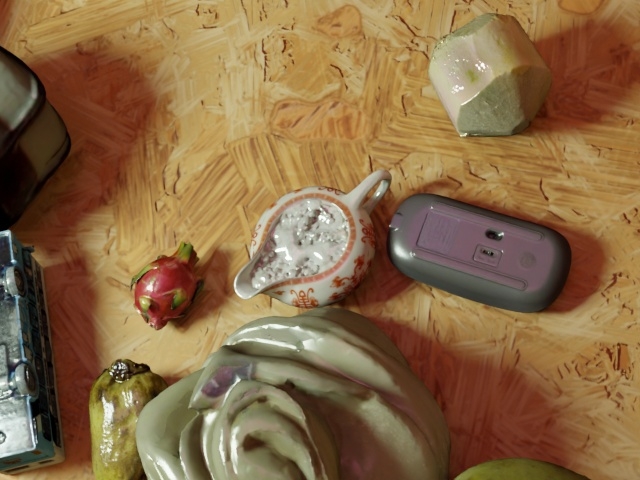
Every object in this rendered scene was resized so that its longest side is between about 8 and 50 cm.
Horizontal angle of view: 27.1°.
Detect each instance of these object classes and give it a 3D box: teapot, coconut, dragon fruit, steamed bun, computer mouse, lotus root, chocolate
[{"bbox_3d":[0.000,0.000,1.697,0.159,0.116,0.245,36,82,35],"label":"teapot"},{"bbox_3d":[0.222,-0.201,1.710,0.147,0.147,0.153,-24,63,2],"label":"coconut"},{"bbox_3d":[-0.197,0.057,1.733,0.116,0.081,0.086,-47,57,-7],"label":"dragon fruit"},{"bbox_3d":[-0.045,0.247,1.531,0.367,0.255,0.342,-33,69,-1],"label":"steamed bun"},{"bbox_3d":[0.199,0.015,1.675,0.232,0.057,0.120,16,73,15],"label":"computer mouse"},{"bbox_3d":[-0.246,0.247,1.666,0.108,0.094,0.191,-1,76,38],"label":"lotus root"},{"bbox_3d":[-0.455,-0.154,1.782,0.186,0.284,0.283,-40,66,-17],"label":"chocolate"}]

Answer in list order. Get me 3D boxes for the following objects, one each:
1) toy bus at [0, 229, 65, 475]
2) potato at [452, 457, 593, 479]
[{"bbox_3d":[-0.405,0.147,1.714,0.106,0.131,0.297,-15,66,6],"label":"toy bus"},{"bbox_3d":[0.284,0.372,1.419,0.269,0.219,0.359,-41,71,-7],"label":"potato"}]
